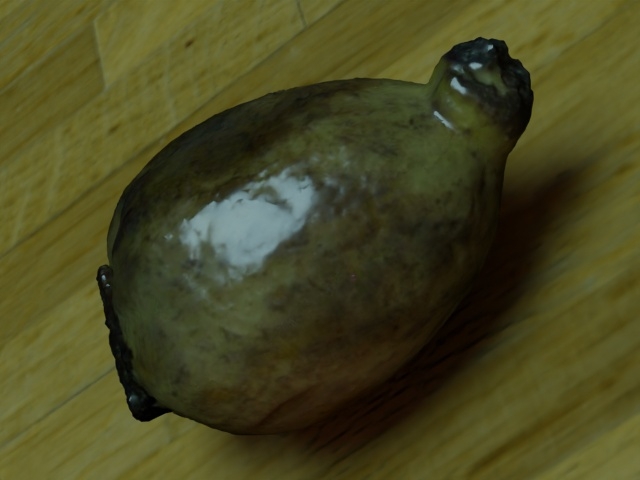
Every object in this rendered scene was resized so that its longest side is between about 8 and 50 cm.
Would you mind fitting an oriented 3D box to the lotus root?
[{"bbox_3d":[0.000,0.000,0.781,0.214,0.138,0.138,-32,43,20],"label":"lotus root"}]
